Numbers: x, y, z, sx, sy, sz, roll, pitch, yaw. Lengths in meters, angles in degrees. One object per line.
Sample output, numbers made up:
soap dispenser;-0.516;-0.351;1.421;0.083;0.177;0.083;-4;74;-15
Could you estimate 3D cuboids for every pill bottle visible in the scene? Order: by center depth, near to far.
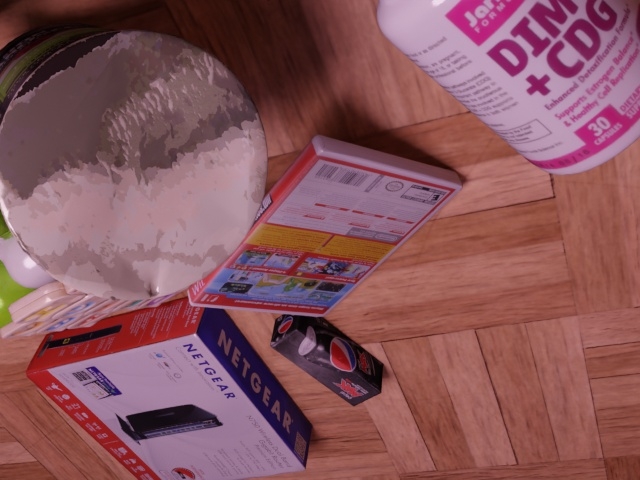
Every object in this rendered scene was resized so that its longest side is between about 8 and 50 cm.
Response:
pill bottle;0.149;-0.195;0.608;0.283;0.160;0.160;35;128;-20

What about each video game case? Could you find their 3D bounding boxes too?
video game case;0.000;0.000;0.840;0.204;0.025;0.285;9;139;-37

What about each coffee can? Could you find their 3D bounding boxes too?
coffee can;-0.190;-0.086;0.645;0.201;0.275;0.202;-9;110;-26

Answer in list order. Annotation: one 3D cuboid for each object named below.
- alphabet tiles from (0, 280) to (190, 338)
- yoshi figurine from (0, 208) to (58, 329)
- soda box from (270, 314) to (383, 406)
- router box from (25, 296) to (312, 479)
alphabet tiles;-0.210;0.049;0.834;0.278;0.284;0.021;-27;81;15
yoshi figurine;-0.421;-0.010;0.866;0.203;0.204;0.362;-10;133;39
soda box;0.012;0.161;1.021;0.169;0.053;0.060;39;126;-24
router box;-0.220;0.247;1.116;0.301;0.082;0.335;-16;127;22
